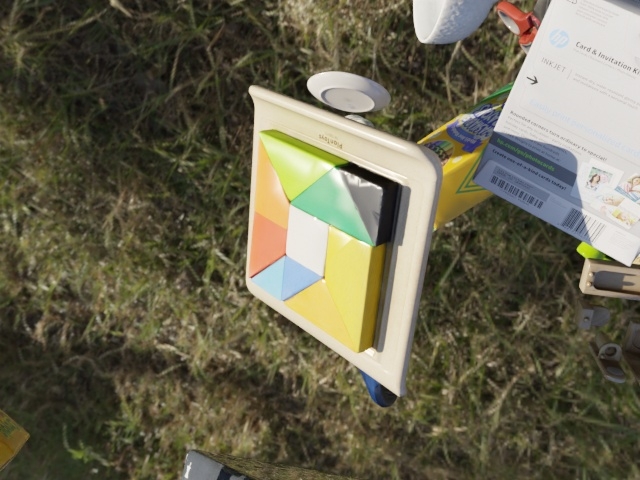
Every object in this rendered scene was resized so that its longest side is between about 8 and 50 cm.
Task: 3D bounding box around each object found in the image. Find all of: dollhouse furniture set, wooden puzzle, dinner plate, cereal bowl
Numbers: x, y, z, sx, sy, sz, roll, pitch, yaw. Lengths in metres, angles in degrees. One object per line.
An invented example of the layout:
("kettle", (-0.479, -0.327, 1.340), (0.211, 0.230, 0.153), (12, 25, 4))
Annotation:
("dollhouse furniture set", (0.461, 0.125, 0.995), (0.144, 0.123, 0.151), (8, 110, 4))
("wooden puzzle", (0.000, 0.000, 0.602), (0.221, 0.044, 0.238), (29, 128, 40))
("dinner plate", (0.046, -0.240, 1.122), (0.141, 0.017, 0.141), (12, 170, 2))
("cereal bowl", (0.293, -0.563, 1.353), (0.141, 0.338, 0.339), (4, 142, -5))

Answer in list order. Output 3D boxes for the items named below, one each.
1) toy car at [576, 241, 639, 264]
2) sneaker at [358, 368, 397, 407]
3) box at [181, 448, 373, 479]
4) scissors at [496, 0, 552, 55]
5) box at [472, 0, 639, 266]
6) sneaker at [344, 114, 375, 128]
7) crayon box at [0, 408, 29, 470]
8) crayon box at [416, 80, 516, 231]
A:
("toy car", (0.631, 0.024, 1.305), (0.149, 0.188, 0.155), (22, 110, -45))
("sneaker", (0.068, 0.150, 1.029), (0.082, 0.209, 0.069), (-17, 166, 33))
("box", (0.031, 0.541, 1.079), (0.472, 0.297, 0.480), (19, 164, -20))
("scissors", (0.284, -0.271, 0.858), (0.021, 0.297, 0.109), (-37, 99, 10))
("box", (0.208, -0.082, 0.491), (0.145, 0.038, 0.186), (31, 144, 15))
("sneaker", (0.018, -0.205, 1.465), (0.090, 0.232, 0.115), (56, 170, -13))
("crayon box", (-0.506, 0.232, 0.902), (0.318, 0.081, 0.202), (45, 160, -8))
("crayon box", (0.245, -0.138, 1.149), (0.323, 0.203, 0.083), (-34, 111, 6))
